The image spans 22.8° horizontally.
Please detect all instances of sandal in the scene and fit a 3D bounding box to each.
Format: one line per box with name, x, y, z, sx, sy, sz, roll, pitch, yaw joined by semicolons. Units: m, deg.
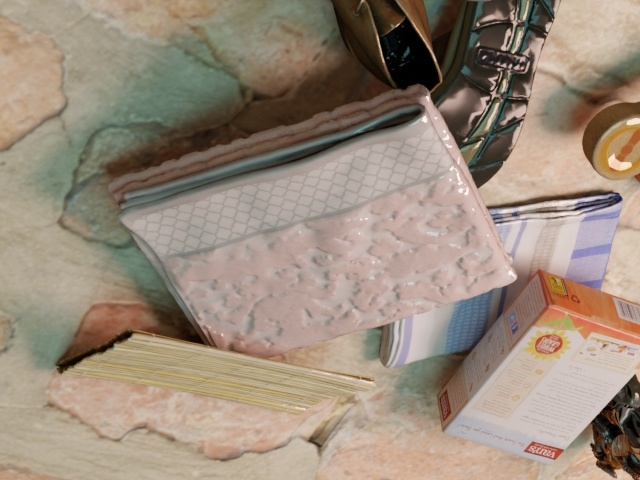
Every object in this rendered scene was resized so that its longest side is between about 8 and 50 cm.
sandal;0.151;-0.170;1.576;0.120;0.086;0.303;17;104;-30

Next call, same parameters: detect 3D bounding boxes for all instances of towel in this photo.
towel;0.205;0.046;1.815;0.285;0.034;0.209;-10;132;-20
towel;0.000;0.000;1.580;0.331;0.053;0.317;-17;142;12

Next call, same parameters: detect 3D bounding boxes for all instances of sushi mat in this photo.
sushi mat;-0.107;0.144;1.695;0.316;0.019;0.151;15;153;-35

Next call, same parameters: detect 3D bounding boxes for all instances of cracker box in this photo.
cracker box;0.260;0.151;1.845;0.155;0.067;0.232;19;127;-22

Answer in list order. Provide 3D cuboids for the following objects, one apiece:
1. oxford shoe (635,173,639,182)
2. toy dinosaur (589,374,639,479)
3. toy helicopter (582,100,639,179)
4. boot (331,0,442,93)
oxford shoe;0.466;-0.035;1.831;0.271;0.098;0.097;20;116;-37
toy dinosaur;0.419;0.210;1.923;0.164;0.219;0.322;-9;175;-40
toy helicopter;0.432;-0.183;1.667;0.355;0.140;0.235;-30;133;3
boot;0.040;-0.249;1.424;0.112;0.115;0.305;-30;134;2
